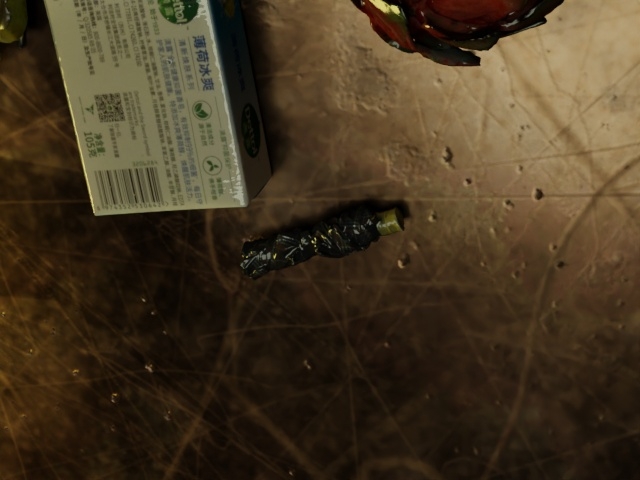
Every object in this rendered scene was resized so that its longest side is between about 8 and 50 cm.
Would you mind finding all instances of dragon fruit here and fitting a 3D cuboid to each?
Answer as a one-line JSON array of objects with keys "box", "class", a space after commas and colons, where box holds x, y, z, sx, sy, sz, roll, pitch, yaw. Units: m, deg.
[{"box": [0.102, -0.212, 0.836, 0.188, 0.182, 0.182, -31, 101, 14], "class": "dragon fruit"}]

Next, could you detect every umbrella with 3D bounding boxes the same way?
[{"box": [0.000, 0.000, 1.024, 0.144, 0.040, 0.037, -16, 98, 20], "class": "umbrella"}]

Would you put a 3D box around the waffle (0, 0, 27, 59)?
[{"box": [-0.336, -0.267, 0.993, 0.262, 0.060, 0.280, -33, 101, 25], "class": "waffle"}]

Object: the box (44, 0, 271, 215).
[{"box": [-0.128, -0.124, 0.988, 0.139, 0.073, 0.194, -3, 111, 17], "class": "box"}]
